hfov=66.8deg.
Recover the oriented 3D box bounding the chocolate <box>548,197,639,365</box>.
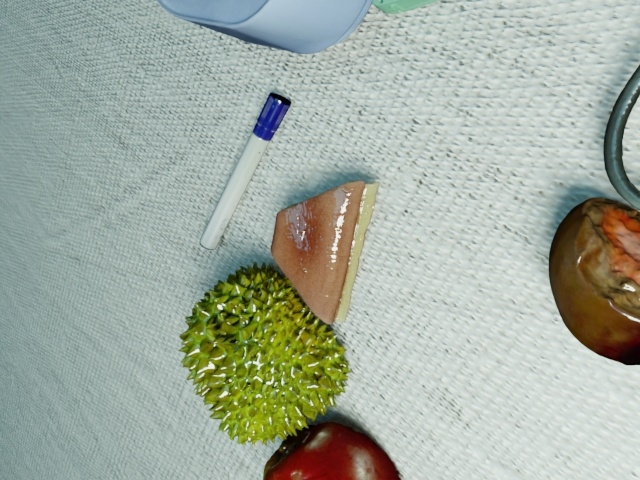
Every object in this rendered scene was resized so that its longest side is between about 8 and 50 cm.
[{"bbox_3d":[0.258,0.027,0.408,0.127,0.124,0.133,-39,43,37],"label":"chocolate"}]

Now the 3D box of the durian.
[{"bbox_3d":[-0.083,0.155,0.645,0.200,0.176,0.237,-25,94,56],"label":"durian"}]

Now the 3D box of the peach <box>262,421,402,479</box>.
[{"bbox_3d":[0.035,0.367,0.595,0.158,0.154,0.267,-30,79,34],"label":"peach"}]

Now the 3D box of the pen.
[{"bbox_3d":[-0.116,-0.091,0.710,0.033,0.033,0.269,45,120,22],"label":"pen"}]

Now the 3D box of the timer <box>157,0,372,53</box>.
[{"bbox_3d":[-0.087,-0.418,0.528,0.395,0.173,0.395,5,97,43],"label":"timer"}]

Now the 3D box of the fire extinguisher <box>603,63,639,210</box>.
[{"bbox_3d":[0.345,-0.139,0.336,0.200,0.113,0.376,35,119,60],"label":"fire extinguisher"}]

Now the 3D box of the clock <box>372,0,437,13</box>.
[{"bbox_3d":[0.096,-0.320,0.514,0.101,0.041,0.135,-3,95,36],"label":"clock"}]

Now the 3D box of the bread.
[{"bbox_3d":[0.001,0.000,0.616,0.119,0.067,0.192,23,112,23],"label":"bread"}]
